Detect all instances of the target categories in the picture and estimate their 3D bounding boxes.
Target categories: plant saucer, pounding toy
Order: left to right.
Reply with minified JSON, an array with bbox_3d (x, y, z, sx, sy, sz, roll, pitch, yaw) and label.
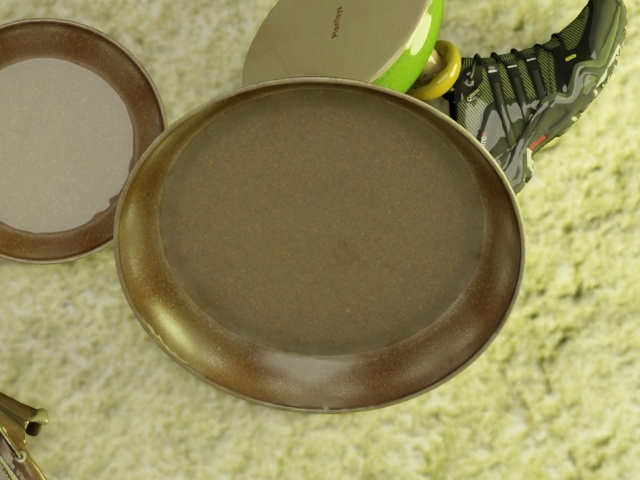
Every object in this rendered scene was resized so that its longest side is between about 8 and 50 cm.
[{"bbox_3d":[-0.220,-0.077,1.555,0.198,0.036,0.198,1,82,-4],"label":"plant saucer"},{"bbox_3d":[0.000,0.000,1.478,0.310,0.050,0.310,2,124,2],"label":"plant saucer"},{"bbox_3d":[0.054,-0.158,1.540,0.110,0.183,0.237,44,67,-35],"label":"pounding toy"}]

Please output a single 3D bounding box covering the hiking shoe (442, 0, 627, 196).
[{"bbox_3d":[0.153,-0.124,1.560,0.114,0.086,0.227,38,83,-2],"label":"hiking shoe"}]

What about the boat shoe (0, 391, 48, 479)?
[{"bbox_3d":[-0.257,0.153,1.504,0.095,0.095,0.257,-27,91,-21],"label":"boat shoe"}]
